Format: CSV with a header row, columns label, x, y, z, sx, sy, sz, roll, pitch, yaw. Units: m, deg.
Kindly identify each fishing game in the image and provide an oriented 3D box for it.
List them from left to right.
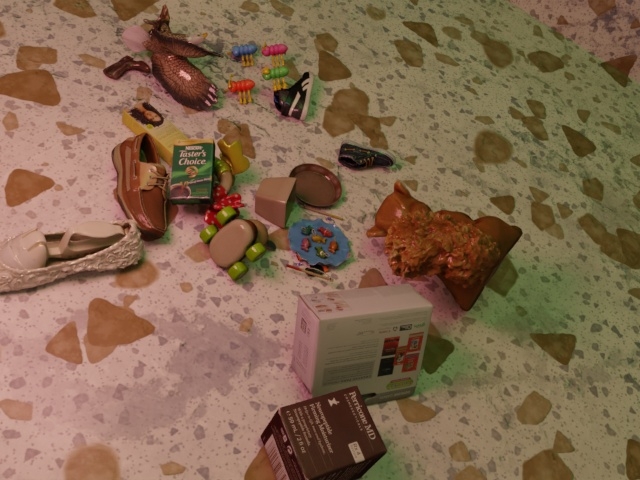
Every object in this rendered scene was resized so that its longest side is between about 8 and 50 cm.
label,x,y,z,sx,sy,sz,roll,pitch,yaw
fishing game,0.000,0.000,1.979,0.189,0.041,0.264,20,44,-4

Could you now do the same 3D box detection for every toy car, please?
label,x,y,z,sx,sy,sz,roll,pitch,yaw
toy car,-0.198,-0.002,1.880,0.155,0.149,0.188,51,25,11

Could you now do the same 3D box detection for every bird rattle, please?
label,x,y,z,sx,sy,sz,roll,pitch,yaw
bird rattle,-0.306,-0.156,1.946,0.207,0.143,0.253,16,63,-10

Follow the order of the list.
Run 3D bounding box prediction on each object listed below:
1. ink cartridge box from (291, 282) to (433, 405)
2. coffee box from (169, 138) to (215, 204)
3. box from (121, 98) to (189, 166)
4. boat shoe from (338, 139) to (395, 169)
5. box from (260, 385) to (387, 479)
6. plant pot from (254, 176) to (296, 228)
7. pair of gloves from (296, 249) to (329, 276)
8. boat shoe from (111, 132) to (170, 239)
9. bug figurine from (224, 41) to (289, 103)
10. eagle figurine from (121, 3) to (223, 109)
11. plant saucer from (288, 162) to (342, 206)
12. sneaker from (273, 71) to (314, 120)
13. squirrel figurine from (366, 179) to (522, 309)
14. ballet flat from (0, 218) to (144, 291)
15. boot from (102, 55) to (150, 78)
label,x,y,z,sx,sy,sz,roll,pitch,yaw
ink cartridge box,0.096,0.264,1.730,0.309,0.271,0.130,-4,25,-25
coffee box,-0.340,-0.185,1.872,0.113,0.040,0.184,0,66,2
box,-0.465,-0.306,2.031,0.232,0.058,0.087,41,51,11
boat shoe,0.145,-0.254,2.232,0.183,0.065,0.083,16,51,0
box,0.002,0.450,1.553,0.203,0.167,0.168,-10,58,-28
plant pot,-0.130,-0.117,1.990,0.096,0.109,0.109,15,49,5
pair of gloves,-0.022,0.063,1.949,0.074,0.010,0.083,-13,61,-32
boat shoe,-0.461,-0.158,1.849,0.122,0.120,0.324,27,33,-55
bug figurine,-0.207,-0.572,2.299,0.216,0.072,0.279,-8,50,7
eagle figurine,-0.427,-0.565,2.116,0.298,0.225,0.226,58,17,25
plant saucer,-0.018,-0.161,2.113,0.168,0.029,0.168,10,52,-13
sneaker,-0.091,-0.495,2.311,0.121,0.079,0.217,14,50,-10
squirrel figurine,0.309,-0.013,1.912,0.370,0.281,0.397,35,11,16
ballet flat,-0.623,0.014,1.672,0.409,0.147,0.147,-12,59,-28
boot,-0.596,-0.521,2.160,0.106,0.037,0.114,24,44,15
